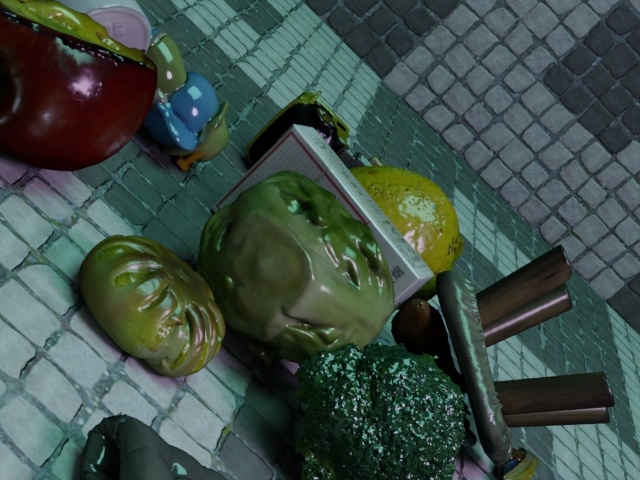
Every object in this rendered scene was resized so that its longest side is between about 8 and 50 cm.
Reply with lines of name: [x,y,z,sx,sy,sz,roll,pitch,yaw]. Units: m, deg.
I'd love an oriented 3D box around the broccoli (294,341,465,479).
broccoli: [0.072,0.263,1.642,0.294,0.265,0.245,49,-17,-12]

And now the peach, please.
peach: [-0.370,-0.209,1.652,0.258,0.201,0.361,29,11,9]

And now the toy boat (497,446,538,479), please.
toy boat: [0.341,0.406,2.117,0.066,0.065,0.172,26,16,11]

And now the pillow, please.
pillow: [-0.139,0.331,1.208,0.228,0.101,0.326,39,22,-29]

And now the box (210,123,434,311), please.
box: [0.000,0.000,1.979,0.330,0.210,0.095,52,19,14]

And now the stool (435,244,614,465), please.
stool: [0.339,0.189,2.003,0.310,0.226,0.310,53,20,-70]

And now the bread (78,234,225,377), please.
bread: [-0.210,0.075,1.558,0.213,0.105,0.213,40,17,-15]

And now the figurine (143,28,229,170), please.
figurine: [-0.252,-0.250,2.037,0.262,0.154,0.180,59,-9,-3]

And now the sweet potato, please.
sweet potato: [0.178,0.166,2.069,0.114,0.092,0.341,41,-13,34]

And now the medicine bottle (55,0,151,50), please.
medicine bottle: [-0.434,-0.429,1.922,0.213,0.213,0.379,15,37,-57]

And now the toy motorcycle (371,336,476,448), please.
toy motorcycle: [0.142,0.246,1.976,0.296,0.109,0.198,39,7,-36]

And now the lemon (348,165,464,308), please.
lemon: [0.100,-0.006,2.127,0.310,0.258,0.258,16,22,0]

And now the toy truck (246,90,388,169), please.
toy truck: [0.054,-0.108,2.356,0.405,0.180,0.254,44,16,-10]

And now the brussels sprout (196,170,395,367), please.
brussels sprout: [-0.035,0.039,1.768,0.328,0.247,0.328,26,10,-5]
